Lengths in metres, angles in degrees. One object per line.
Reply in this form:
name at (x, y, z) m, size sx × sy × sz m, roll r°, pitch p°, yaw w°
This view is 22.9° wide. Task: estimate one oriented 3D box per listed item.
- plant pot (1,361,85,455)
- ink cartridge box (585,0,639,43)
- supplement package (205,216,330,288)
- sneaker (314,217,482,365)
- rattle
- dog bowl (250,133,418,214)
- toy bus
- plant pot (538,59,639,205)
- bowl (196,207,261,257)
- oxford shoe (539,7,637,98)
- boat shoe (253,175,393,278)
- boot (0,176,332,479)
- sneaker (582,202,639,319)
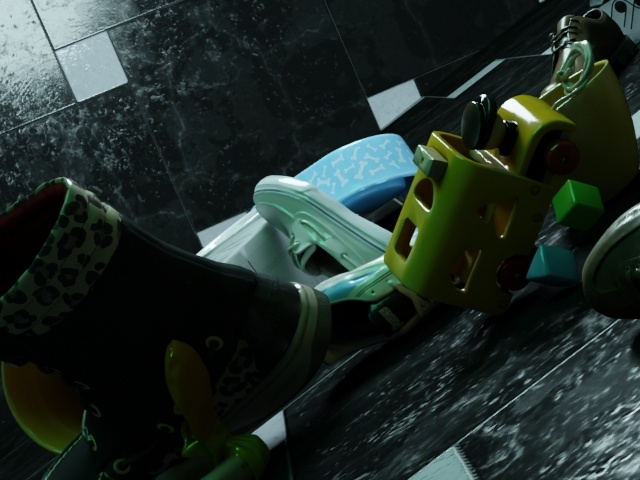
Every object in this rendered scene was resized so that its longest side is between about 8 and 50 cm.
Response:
plant pot at (-0.276, 0.164, 2.060) m, size 0.205 × 0.205 × 0.188 m, roll -35°, pitch -9°, yaw 23°
ink cartridge box at (0.438, -0.331, 2.000) m, size 0.207 × 0.097 × 0.046 m, roll -32°, pitch 8°, yaw 43°
supplement package at (-0.090, 0.084, 1.735) m, size 0.134 × 0.139 × 0.244 m, roll -33°, pitch 7°, yaw 33°
sneaker at (0.086, 0.038, 1.420) m, size 0.237 × 0.085 × 0.086 m, roll -33°, pitch 33°, yaw 18°
rattle at (-0.149, 0.187, 1.350) m, size 0.200 × 0.143 × 0.130 m, roll -22°, pitch 30°, yaw 49°
dog bowl at (0.017, -0.057, 2.189) m, size 0.166 × 0.074 × 0.297 m, roll -8°, pitch -19°, yaw -46°
toy bus at (0.123, -0.045, 1.241) m, size 0.191 × 0.104 × 0.202 m, roll -42°, pitch 41°, yaw 54°
plant pot at (0.221, -0.079, 1.373) m, size 0.134 × 0.095 × 0.134 m, roll -36°, pitch 6°, yaw 5°
bowl at (-0.074, 0.039, 2.017) m, size 0.298 × 0.134 × 0.298 m, roll -38°, pitch 6°, yaw 5°
oxford shoe at (0.307, -0.220, 1.937) m, size 0.083 × 0.096 × 0.227 m, roll -31°, pitch 11°, yaw 37°
boat shoe at (0.000, 0.000, 1.668) m, size 0.226 × 0.083 × 0.076 m, roll 25°, pitch 64°, yaw 38°
boot at (-0.208, 0.113, 1.401) m, size 0.377 × 0.284 × 0.138 m, roll -38°, pitch 38°, yaw 31°
sneaker at (0.214, 0.008, 0.909) m, size 0.188 × 0.066 × 0.071 m, roll -32°, pitch 9°, yaw 44°
